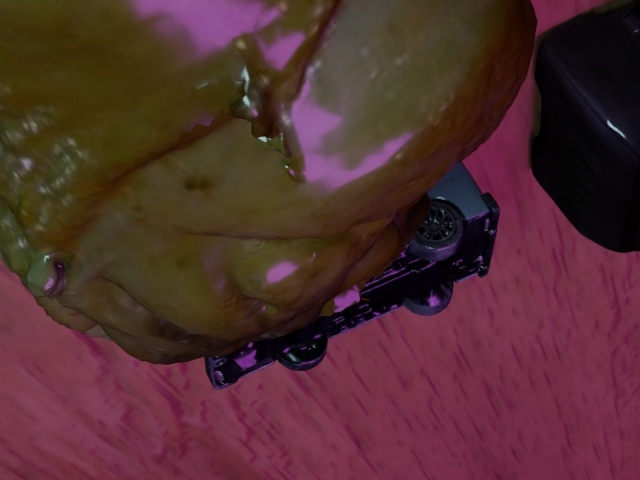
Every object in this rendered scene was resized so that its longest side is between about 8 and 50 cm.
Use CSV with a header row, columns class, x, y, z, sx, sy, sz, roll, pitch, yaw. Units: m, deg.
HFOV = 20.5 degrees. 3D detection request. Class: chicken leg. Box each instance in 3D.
class,x,y,z,sx,sy,sz,roll,pitch,yaw
chicken leg,-0.070,-0.097,0.367,0.153,0.201,0.429,-55,152,-12

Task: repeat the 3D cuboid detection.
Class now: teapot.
class,x,y,z,sx,sy,sz,roll,pitch,yaw
teapot,0.150,-0.038,0.753,0.087,0.096,0.177,-25,154,-8

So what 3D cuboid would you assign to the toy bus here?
class,x,y,z,sx,sy,sz,roll,pitch,yaw
toy bus,0.000,0.000,0.690,0.123,0.075,0.060,-23,154,-12
